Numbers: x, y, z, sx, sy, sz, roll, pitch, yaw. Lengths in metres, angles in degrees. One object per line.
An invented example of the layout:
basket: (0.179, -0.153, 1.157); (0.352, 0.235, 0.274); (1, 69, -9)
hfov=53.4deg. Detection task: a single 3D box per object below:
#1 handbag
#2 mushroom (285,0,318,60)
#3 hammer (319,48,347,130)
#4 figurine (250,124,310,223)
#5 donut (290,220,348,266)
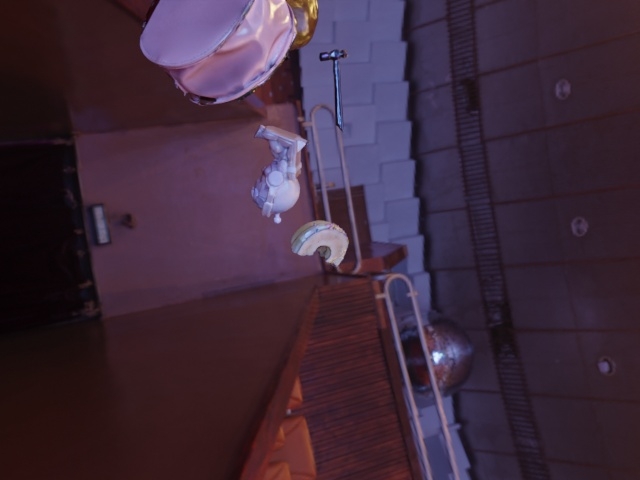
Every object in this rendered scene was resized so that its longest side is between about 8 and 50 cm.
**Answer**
handbag: (-0.127, -0.273, 0.816); (0.179, 0.116, 0.205); (10, -111, 31)
mushroom: (-0.132, -0.529, 1.479); (0.267, 0.267, 0.255); (53, -56, 48)
hammer: (0.034, -0.335, 1.424); (0.021, 0.065, 0.178); (-145, -131, -71)
figurine: (-0.115, -0.162, 1.594); (0.162, 0.141, 0.237); (-80, -177, -71)
donut: (0.004, -0.003, 1.608); (0.108, 0.166, 0.065); (-55, -137, 14)
